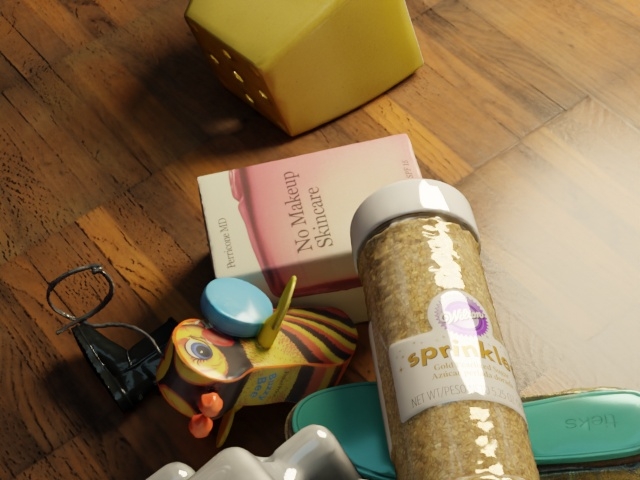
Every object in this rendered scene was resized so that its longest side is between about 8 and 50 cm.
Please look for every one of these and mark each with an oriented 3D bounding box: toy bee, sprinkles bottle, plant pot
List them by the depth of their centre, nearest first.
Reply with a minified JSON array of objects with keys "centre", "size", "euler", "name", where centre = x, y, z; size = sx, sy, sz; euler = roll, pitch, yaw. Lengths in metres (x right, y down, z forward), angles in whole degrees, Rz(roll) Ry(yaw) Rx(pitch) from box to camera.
[{"centre":[0.105,0.105,1.113],"size":[0.121,0.121,0.355],"euler":[-8,46,0],"name":"sprinkles bottle"},{"centre":[-0.093,0.126,1.215],"size":[0.298,0.195,0.162],"euler":[-9,41,-14],"name":"toy bee"},{"centre":[-0.033,-0.254,1.520],"size":[0.187,0.212,0.212],"euler":[-45,59,-10],"name":"plant pot"}]

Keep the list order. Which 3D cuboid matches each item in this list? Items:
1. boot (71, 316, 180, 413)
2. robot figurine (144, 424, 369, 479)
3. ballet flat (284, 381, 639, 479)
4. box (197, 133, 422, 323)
[{"centre":[-0.189,0.113,1.332],"size":[0.099,0.045,0.121],"euler":[-33,62,-16],"name":"boot"},{"centre":[-0.094,0.310,1.045],"size":[0.353,0.200,0.300],"euler":[-40,45,-9],"name":"robot figurine"},{"centre":[0.144,0.197,1.183],"size":[0.348,0.123,0.123],"euler":[-2,51,9],"name":"ballet flat"},{"centre":[0.000,0.000,1.348],"size":[0.232,0.127,0.148],"euler":[-12,51,-4],"name":"box"}]
